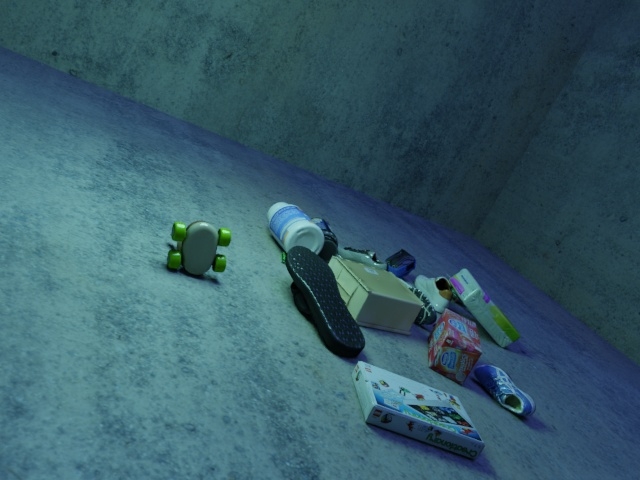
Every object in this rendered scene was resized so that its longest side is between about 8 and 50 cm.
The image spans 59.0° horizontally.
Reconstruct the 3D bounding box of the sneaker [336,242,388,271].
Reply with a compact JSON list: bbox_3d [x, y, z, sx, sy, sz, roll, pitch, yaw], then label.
[{"bbox_3d":[0.158,0.069,2.275,0.271,0.108,0.100,32,18,21],"label":"sneaker"}]

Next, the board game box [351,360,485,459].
[{"bbox_3d":[0.234,0.413,1.391,0.305,0.053,0.193,23,15,-14],"label":"board game box"}]

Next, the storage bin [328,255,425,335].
[{"bbox_3d":[0.169,0.179,1.911,0.262,0.123,0.260,16,18,-34],"label":"storage bin"}]

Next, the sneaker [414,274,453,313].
[{"bbox_3d":[0.492,0.195,2.396,0.105,0.123,0.290,20,16,-18],"label":"sneaker"}]

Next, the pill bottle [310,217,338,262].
[{"bbox_3d":[0.000,0.000,2.203,0.122,0.123,0.219,22,16,-18],"label":"pill bottle"}]

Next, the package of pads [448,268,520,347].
[{"bbox_3d":[0.661,0.272,2.309,0.296,0.101,0.229,48,10,-16],"label":"package of pads"}]

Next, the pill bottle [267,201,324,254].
[{"bbox_3d":[-0.104,-0.044,2.110,0.152,0.152,0.272,17,17,-32],"label":"pill bottle"}]

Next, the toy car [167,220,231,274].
[{"bbox_3d":[-0.357,0.004,1.600,0.154,0.149,0.188,7,11,-26],"label":"toy car"}]

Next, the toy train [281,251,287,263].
[{"bbox_3d":[-0.126,0.062,1.994,0.023,0.017,0.083,34,14,-14],"label":"toy train"}]

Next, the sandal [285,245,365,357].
[{"bbox_3d":[-0.016,0.180,1.681,0.167,0.107,0.446,18,31,-35],"label":"sandal"}]

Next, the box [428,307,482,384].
[{"bbox_3d":[0.429,0.335,1.826,0.122,0.128,0.257,28,16,4],"label":"box"}]

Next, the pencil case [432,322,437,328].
[{"bbox_3d":[0.460,0.319,2.047,0.070,0.064,0.151,52,24,22],"label":"pencil case"}]

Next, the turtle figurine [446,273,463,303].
[{"bbox_3d":[0.644,0.234,2.531,0.234,0.118,0.175,47,35,12],"label":"turtle figurine"}]

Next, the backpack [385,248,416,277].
[{"bbox_3d":[0.343,0.113,2.459,0.120,0.101,0.098,-23,38,-27],"label":"backpack"}]

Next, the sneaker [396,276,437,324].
[{"bbox_3d":[0.347,0.216,2.115,0.122,0.110,0.283,17,18,-43],"label":"sneaker"}]

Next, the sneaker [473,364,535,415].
[{"bbox_3d":[0.562,0.457,1.742,0.211,0.080,0.081,36,14,32],"label":"sneaker"}]
